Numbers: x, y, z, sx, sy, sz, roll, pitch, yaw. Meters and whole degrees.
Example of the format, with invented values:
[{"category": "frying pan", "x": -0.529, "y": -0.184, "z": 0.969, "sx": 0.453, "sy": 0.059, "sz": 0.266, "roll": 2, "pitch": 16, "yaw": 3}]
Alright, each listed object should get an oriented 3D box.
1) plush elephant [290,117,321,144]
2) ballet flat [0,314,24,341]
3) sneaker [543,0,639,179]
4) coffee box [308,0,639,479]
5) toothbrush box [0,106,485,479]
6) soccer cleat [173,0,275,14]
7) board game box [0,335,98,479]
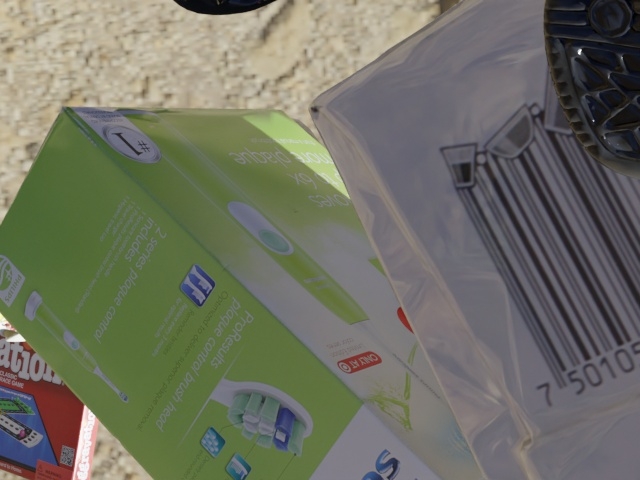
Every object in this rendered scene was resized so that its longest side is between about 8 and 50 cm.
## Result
[{"category": "plush elephant", "x": 0.000, "y": 0.000, "z": 1.598, "sx": 0.255, "sy": 0.330, "sz": 0.272, "roll": 29, "pitch": 64, "yaw": -15}, {"category": "ballet flat", "x": -0.242, "y": 0.040, "z": 1.105, "sx": 0.077, "sy": 0.091, "sz": 0.241, "roll": -39, "pitch": 152, "yaw": 16}, {"category": "sneaker", "x": 0.079, "y": -0.104, "z": 0.297, "sx": 0.089, "sy": 0.051, "sz": 0.170, "roll": -53, "pitch": 141, "yaw": -47}, {"category": "coffee box", "x": 0.269, "y": 0.003, "z": 0.522, "sx": 0.334, "sy": 0.337, "sz": 0.338, "roll": -20, "pitch": 82, "yaw": -54}, {"category": "toothbrush box", "x": -0.011, "y": 0.056, "z": 0.769, "sx": 0.206, "sy": 0.283, "sz": 0.122, "roll": -7, "pitch": 136, "yaw": -57}, {"category": "soccer cleat", "x": 0.008, "y": -0.225, "z": 0.492, "sx": 0.108, "sy": 0.318, "sz": 0.116, "roll": -8, "pitch": 56, "yaw": -41}, {"category": "board game box", "x": -0.321, "y": 0.141, "z": 1.392, "sx": 0.027, "sy": 0.281, "sz": 0.145, "roll": 9, "pitch": 91, "yaw": -54}]
